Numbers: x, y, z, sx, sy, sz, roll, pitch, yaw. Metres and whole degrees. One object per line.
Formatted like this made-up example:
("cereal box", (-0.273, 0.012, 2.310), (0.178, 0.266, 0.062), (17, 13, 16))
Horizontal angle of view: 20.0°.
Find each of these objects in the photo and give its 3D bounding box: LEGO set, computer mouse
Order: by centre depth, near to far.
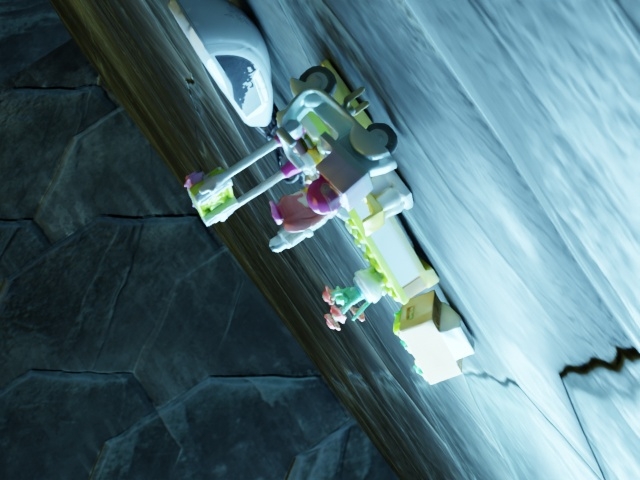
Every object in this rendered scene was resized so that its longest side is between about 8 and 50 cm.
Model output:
("LEGO set", (0.000, 0.000, 1.085), (0.132, 0.107, 0.287), (53, 174, 32))
("computer mouse", (-0.049, -0.113, 1.225), (0.106, 0.042, 0.193), (59, -178, 23))
